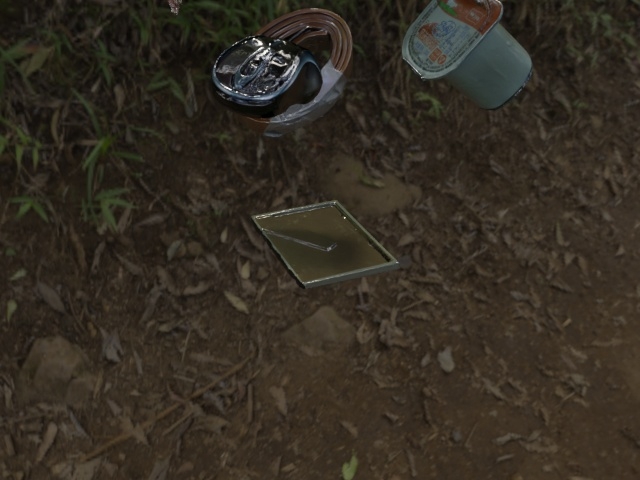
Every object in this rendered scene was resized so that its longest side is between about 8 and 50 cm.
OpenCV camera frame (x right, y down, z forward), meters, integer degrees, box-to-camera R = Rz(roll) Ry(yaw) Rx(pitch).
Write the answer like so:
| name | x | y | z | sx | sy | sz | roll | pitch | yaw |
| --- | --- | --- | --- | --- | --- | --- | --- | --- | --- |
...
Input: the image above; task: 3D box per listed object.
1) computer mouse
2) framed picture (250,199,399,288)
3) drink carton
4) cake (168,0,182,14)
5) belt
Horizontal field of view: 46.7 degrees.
| name | x | y | z | sx | sy | sz | roll | pitch | yaw |
| --- | --- | --- | --- | --- | --- | --- | --- | --- | --- |
| computer mouse | -0.079 | -0.271 | 1.186 | 0.137 | 0.096 | 0.233 | 18 | 31 | 14 |
| framed picture | 0.000 | 0.001 | 1.377 | 0.192 | 0.018 | 0.265 | -10 | 32 | -21 |
| drink carton | 0.286 | -0.359 | 1.417 | 0.189 | 0.191 | 0.185 | 25 | 22 | -43 |
| cake | -0.348 | -0.669 | 1.791 | 0.135 | 0.098 | 0.288 | -1 | 63 | -32 |
| belt | -0.053 | -0.313 | 1.394 | 0.261 | 0.105 | 0.184 | -43 | 87 | -4 |
